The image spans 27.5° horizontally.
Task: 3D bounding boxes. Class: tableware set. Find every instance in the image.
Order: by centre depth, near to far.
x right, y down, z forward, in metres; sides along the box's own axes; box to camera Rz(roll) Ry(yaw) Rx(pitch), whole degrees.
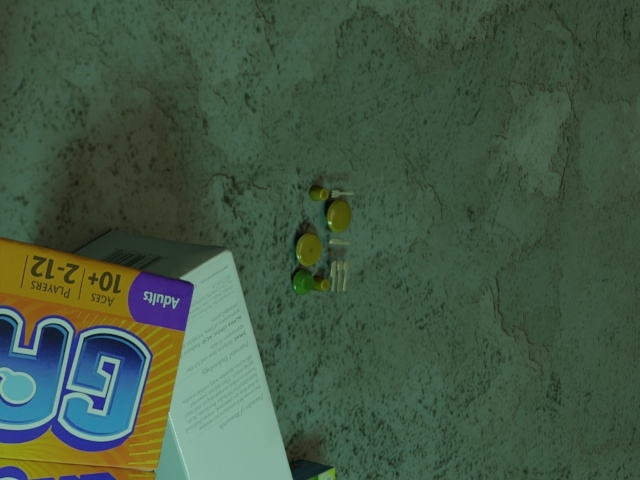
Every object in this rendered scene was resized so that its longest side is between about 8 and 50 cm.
[{"bbox_3d":[0.000,0.000,1.836,0.104,0.024,0.154,0,96,-44],"label":"tableware set"}]

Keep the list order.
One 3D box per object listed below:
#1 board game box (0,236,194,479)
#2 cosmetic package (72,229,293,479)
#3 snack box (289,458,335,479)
[{"bbox_3d":[-0.392,0.161,1.184,0.356,0.356,0.356,17,83,-47],"label":"board game box"},{"bbox_3d":[-0.177,0.200,1.529,0.156,0.217,0.385,-34,120,-39],"label":"cosmetic package"},{"bbox_3d":[-0.055,0.426,1.795,0.174,0.070,0.207,-13,103,-46],"label":"snack box"}]
